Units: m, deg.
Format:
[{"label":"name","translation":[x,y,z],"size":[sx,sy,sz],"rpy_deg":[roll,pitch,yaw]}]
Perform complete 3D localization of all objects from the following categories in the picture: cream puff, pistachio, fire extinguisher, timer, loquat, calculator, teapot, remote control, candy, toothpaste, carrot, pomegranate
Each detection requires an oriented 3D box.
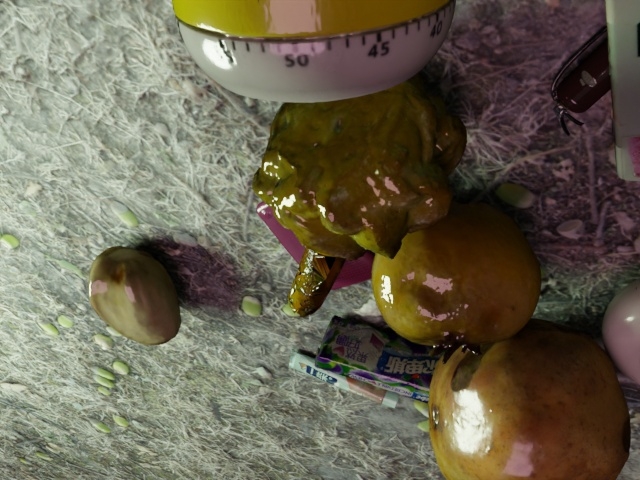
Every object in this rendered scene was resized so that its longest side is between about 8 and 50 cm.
[{"label":"cream puff","translation":[0.043,-0.087,0.870],"size":[0.196,0.244,0.244],"rpy_deg":[29,139,-23]},{"label":"pistachio","translation":[-0.308,0.097,1.281],"size":[0.129,0.131,0.206],"rpy_deg":[45,159,43]},{"label":"fire extinguisher","translation":[0.295,-0.180,0.804],"size":[0.064,0.043,0.158],"rpy_deg":[53,137,10]},{"label":"timer","translation":[-0.010,-0.283,0.674],"size":[0.285,0.285,0.285],"rpy_deg":[12,137,11]},{"label":"loquat","translation":[0.171,0.051,0.977],"size":[0.213,0.213,0.213],"rpy_deg":[12,137,11]},{"label":"calculator","translation":[0.000,0.000,1.124],"size":[0.127,0.034,0.190],"rpy_deg":[-20,123,39]},{"label":"teapot","translation":[0.466,0.122,0.981],"size":[0.204,0.139,0.298],"rpy_deg":[0,135,26]},{"label":"remote control","translation":[0.343,-0.165,0.713],"size":[0.145,0.050,0.344],"rpy_deg":[-1,150,22]},{"label":"candy","translation":[0.149,0.207,1.235],"size":[0.313,0.088,0.061],"rpy_deg":[18,142,3]},{"label":"toothpaste","translation":[0.041,0.245,1.364],"size":[0.205,0.036,0.056],"rpy_deg":[20,138,8]},{"label":"carrot","translation":[0.004,0.023,1.075],"size":[0.069,0.069,0.228],"rpy_deg":[22,136,0]},{"label":"pomegranate","translation":[0.280,0.243,1.050],"size":[0.281,0.281,0.281],"rpy_deg":[12,137,11]}]
